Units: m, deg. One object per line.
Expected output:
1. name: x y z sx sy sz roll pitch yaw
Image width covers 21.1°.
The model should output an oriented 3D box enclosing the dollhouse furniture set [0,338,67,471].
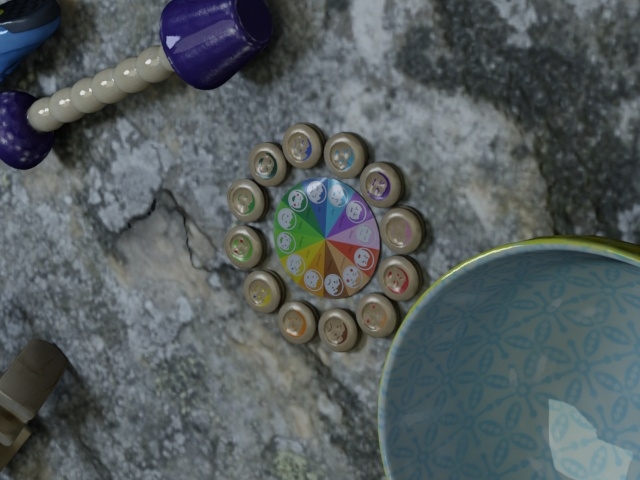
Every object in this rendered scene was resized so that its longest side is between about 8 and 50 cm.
1. dollhouse furniture set: -0.369 0.113 1.568 0.242 0.161 0.212 37 121 -7

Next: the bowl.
1. bowl: 0.201 0.123 1.176 0.289 0.156 0.289 8 106 30

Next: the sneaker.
1. sneaker: -0.291 -0.149 1.474 0.209 0.069 0.082 -16 110 32

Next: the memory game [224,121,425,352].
1. memory game: 0.000 0.000 1.356 0.186 0.012 0.186 8 106 30

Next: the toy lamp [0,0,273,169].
1. toy lamp: -0.156 -0.132 1.380 0.275 0.080 0.080 -20 91 33
